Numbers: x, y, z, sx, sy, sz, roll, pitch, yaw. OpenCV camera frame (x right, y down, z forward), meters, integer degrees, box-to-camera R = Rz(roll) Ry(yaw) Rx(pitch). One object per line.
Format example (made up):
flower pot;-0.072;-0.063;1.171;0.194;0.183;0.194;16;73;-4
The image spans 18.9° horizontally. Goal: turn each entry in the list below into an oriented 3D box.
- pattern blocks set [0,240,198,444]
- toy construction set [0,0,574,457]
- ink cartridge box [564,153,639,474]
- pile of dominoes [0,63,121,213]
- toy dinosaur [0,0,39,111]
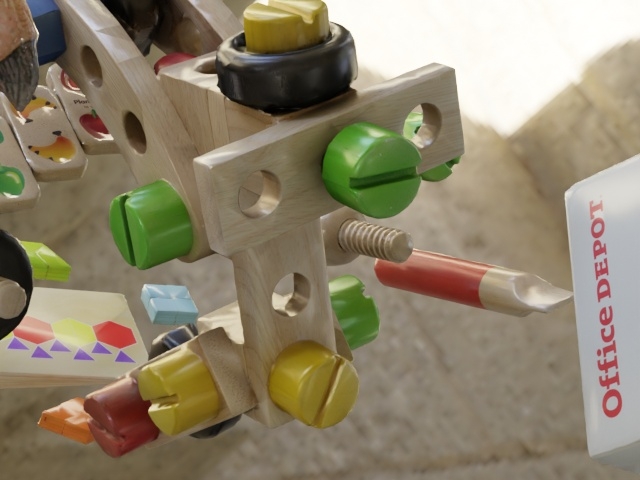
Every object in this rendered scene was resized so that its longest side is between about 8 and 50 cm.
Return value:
pattern blocks set;-0.251;0.089;1.739;0.325;0.026;0.285;9;31;-18
toy construction set;0.000;0.000;0.877;0.309;0.257;0.237;6;4;-39
ink cartridge box;0.208;0.021;0.786;0.127;0.176;0.128;20;58;-38
pile of dominoes;-0.211;-0.076;0.867;0.196;0.040;0.251;40;45;18
toy dinosaur;-0.236;-0.125;0.594;0.296;0.200;0.127;33;38;-26
